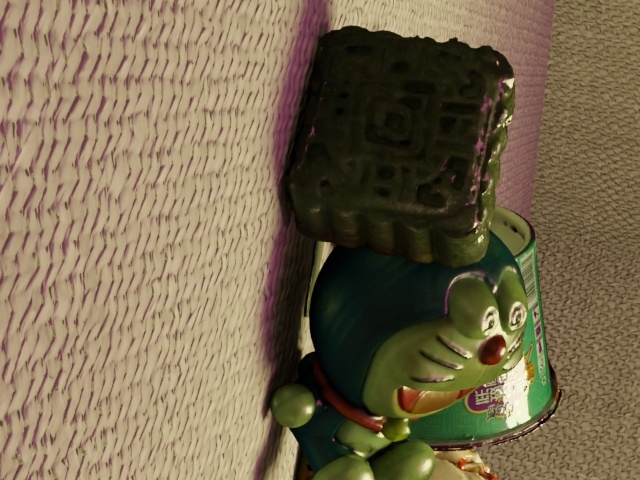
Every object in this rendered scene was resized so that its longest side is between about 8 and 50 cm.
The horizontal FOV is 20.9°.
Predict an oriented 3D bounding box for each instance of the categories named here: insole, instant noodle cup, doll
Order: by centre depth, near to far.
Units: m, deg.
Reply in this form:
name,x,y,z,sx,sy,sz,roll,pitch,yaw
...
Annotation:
name,x,y,z,sx,sy,sz,roll,pitch,yaw
doll,0.068,0.094,1.580,0.198,0.186,0.322,-2,135,-49
insole,0.000,0.000,1.644,0.053,0.002,0.153,-36,136,-75
instant noodle cup,0.130,0.077,1.823,0.251,0.251,0.190,-59,149,-62

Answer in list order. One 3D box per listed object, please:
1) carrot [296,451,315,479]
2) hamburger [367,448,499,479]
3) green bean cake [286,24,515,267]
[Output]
name,x,y,z,sx,sy,sz,roll,pitch,yaw
carrot,-0.002,0.295,1.803,0.069,0.069,0.229,-46,145,-71
hamburger,0.101,0.350,1.983,0.151,0.227,0.295,-36,142,-43
green bean cake,0.069,-0.082,1.458,0.094,0.173,0.181,62,41,-71
